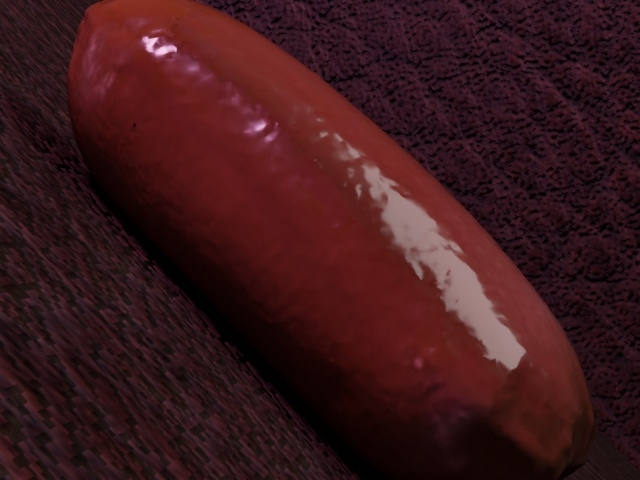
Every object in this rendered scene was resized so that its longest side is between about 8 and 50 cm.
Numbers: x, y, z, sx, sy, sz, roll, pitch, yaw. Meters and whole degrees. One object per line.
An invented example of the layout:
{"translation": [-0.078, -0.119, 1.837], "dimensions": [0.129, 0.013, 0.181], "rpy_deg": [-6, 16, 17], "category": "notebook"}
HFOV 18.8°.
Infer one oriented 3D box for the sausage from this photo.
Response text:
{"translation": [0.000, 0.000, 0.542], "dimensions": [0.194, 0.077, 0.077], "rpy_deg": [46, 4, 20], "category": "sausage"}
